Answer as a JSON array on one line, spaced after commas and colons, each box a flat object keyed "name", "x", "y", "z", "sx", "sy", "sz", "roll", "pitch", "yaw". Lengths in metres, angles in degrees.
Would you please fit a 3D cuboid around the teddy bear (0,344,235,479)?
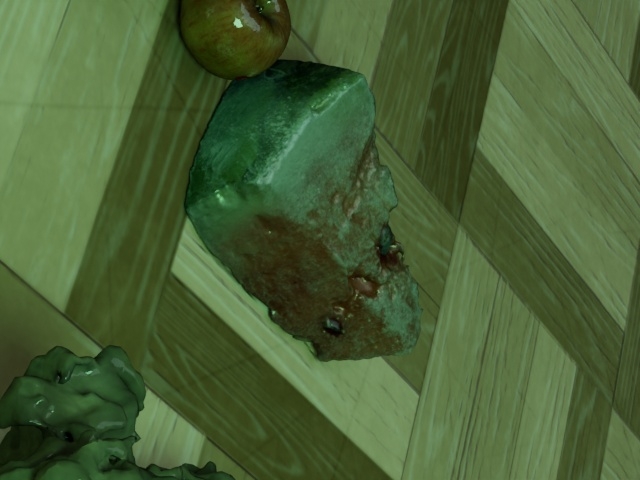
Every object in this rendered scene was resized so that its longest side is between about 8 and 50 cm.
[{"name": "teddy bear", "x": -0.114, "y": 0.225, "z": 1.106, "sx": 0.367, "sy": 0.224, "sz": 0.357, "roll": -23, "pitch": 118, "yaw": -58}]

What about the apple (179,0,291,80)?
[{"name": "apple", "x": -0.062, "y": -0.153, "z": 1.371, "sx": 0.084, "sy": 0.071, "sz": 0.084, "roll": 26, "pitch": 56, "yaw": -48}]

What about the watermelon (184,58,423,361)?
[{"name": "watermelon", "x": 0.000, "y": 0.000, "z": 1.439, "sx": 0.154, "sy": 0.094, "sz": 0.241, "roll": -58, "pitch": 134, "yaw": -34}]
